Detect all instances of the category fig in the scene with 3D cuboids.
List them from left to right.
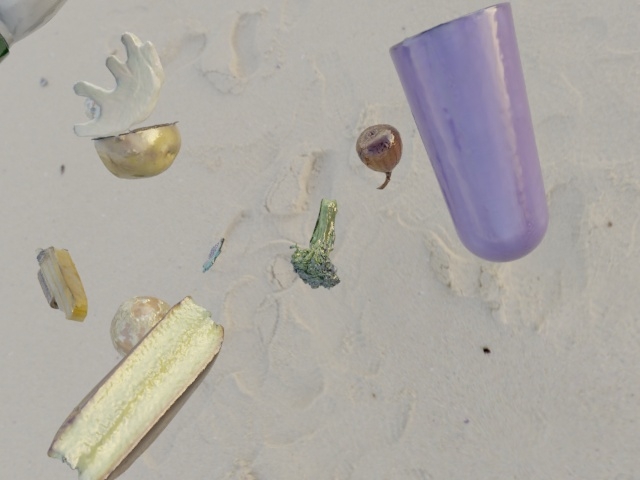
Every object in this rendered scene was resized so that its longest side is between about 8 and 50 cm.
[{"bbox_3d":[0.182,-0.227,1.530,0.134,0.201,0.146,-12,31,17],"label":"fig"}]

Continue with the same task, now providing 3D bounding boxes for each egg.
[{"bbox_3d":[-0.535,0.279,1.633,0.203,0.245,0.203,0,47,0],"label":"egg"}]

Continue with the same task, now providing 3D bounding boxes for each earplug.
[{"bbox_3d":[0.294,-0.174,0.975,0.215,0.215,0.455,-17,103,13],"label":"earplug"}]

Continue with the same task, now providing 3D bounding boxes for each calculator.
[{"bbox_3d":[-0.342,0.049,1.690,0.094,0.019,0.141,-40,23,29],"label":"calculator"}]

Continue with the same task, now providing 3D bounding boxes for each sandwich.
[{"bbox_3d":[-0.216,0.185,0.650,0.094,0.096,0.258,37,44,3],"label":"sandwich"}]

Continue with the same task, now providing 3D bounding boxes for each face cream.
[{"bbox_3d":[-0.740,-0.608,1.251,0.312,0.219,0.357,19,68,41],"label":"face cream"}]

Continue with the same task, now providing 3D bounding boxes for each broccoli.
[{"bbox_3d":[0.007,0.002,1.699,0.146,0.165,0.304,-2,64,26],"label":"broccoli"}]

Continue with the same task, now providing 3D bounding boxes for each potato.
[{"bbox_3d":[-0.339,-0.181,1.060,0.138,0.243,0.098,-12,107,2],"label":"potato"}]

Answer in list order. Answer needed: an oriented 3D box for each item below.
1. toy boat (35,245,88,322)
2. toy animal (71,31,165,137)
[{"bbox_3d":[-0.826,0.138,1.683,0.115,0.089,0.310,-41,64,9],"label":"toy boat"},{"bbox_3d":[-0.612,-0.476,1.644,0.266,0.188,0.307,1,104,-6],"label":"toy animal"}]
